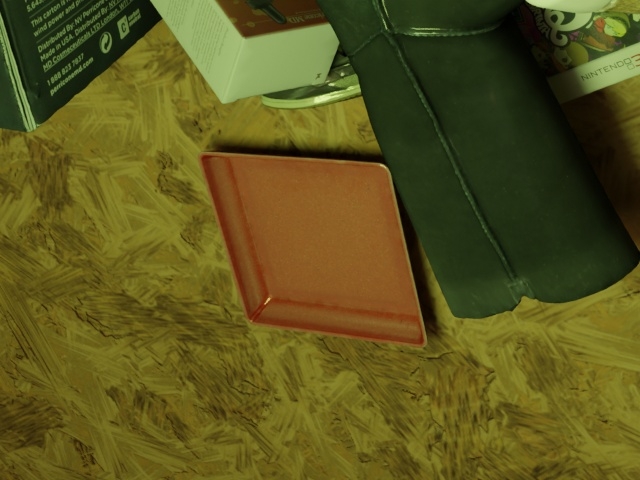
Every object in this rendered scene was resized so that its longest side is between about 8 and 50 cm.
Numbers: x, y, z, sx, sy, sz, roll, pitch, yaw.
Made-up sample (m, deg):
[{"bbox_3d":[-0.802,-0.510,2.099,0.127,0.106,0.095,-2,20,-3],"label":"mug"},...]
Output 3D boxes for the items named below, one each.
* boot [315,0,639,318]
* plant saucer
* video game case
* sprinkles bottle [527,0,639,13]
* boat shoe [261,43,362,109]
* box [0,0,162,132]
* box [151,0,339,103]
[{"bbox_3d":[0.205,-0.135,1.422,0.367,0.146,0.445,-4,121,39],"label":"boot"},{"bbox_3d":[0.000,0.000,1.794,0.258,0.048,0.259,6,126,30],"label":"plant saucer"},{"bbox_3d":[0.254,-0.259,1.426,0.210,0.042,0.232,-19,113,41],"label":"video game case"},{"bbox_3d":[0.327,-0.228,1.204,0.355,0.121,0.121,3,142,-25],"label":"sprinkles bottle"},{"bbox_3d":[0.030,-0.192,1.604,0.223,0.080,0.073,-5,115,30],"label":"boat shoe"},{"bbox_3d":[-0.464,-0.411,1.587,0.479,0.297,0.472,11,131,27],"label":"box"},{"bbox_3d":[-0.076,-0.239,1.547,0.170,0.130,0.091,54,143,29],"label":"box"}]
